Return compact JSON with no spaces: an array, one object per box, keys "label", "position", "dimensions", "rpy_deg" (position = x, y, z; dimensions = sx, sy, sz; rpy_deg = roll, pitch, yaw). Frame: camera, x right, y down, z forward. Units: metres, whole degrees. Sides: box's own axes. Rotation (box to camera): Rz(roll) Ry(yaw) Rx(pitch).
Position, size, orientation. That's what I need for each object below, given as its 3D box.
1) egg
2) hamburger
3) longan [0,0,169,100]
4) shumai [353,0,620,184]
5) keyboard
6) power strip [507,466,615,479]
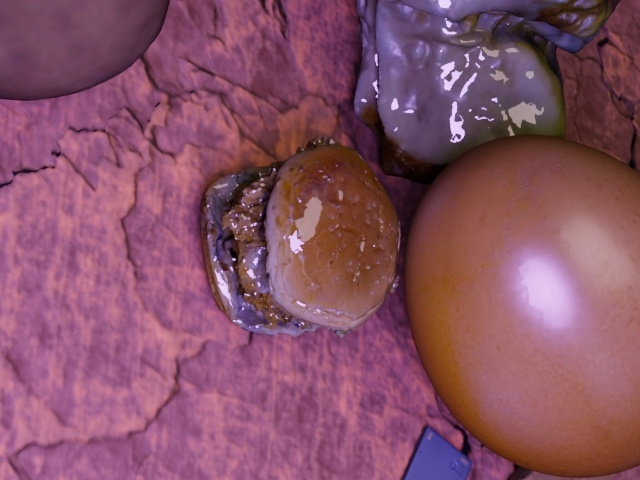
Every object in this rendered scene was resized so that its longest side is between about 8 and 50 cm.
[{"label":"egg","position":[0.197,0.052,1.429],"dimensions":[0.322,0.250,0.250],"rpy_deg":[57,46,-35]},{"label":"hamburger","position":[0.000,0.000,1.376],"dimensions":[0.185,0.131,0.159],"rpy_deg":[-8,83,-45]},{"label":"longan","position":[-0.213,-0.245,1.212],"dimensions":[0.300,0.243,0.300],"rpy_deg":[-9,103,-43]},{"label":"shumai","position":[0.112,-0.184,1.533],"dimensions":[0.309,0.304,0.263],"rpy_deg":[4,106,-41]},{"label":"keyboard","position":[0.076,0.238,1.432],"dimensions":[0.055,0.014,0.176],"rpy_deg":[42,52,-20]},{"label":"power strip","position":[0.246,0.184,1.576],"dimensions":[0.305,0.044,0.064],"rpy_deg":[-38,101,-43]}]
